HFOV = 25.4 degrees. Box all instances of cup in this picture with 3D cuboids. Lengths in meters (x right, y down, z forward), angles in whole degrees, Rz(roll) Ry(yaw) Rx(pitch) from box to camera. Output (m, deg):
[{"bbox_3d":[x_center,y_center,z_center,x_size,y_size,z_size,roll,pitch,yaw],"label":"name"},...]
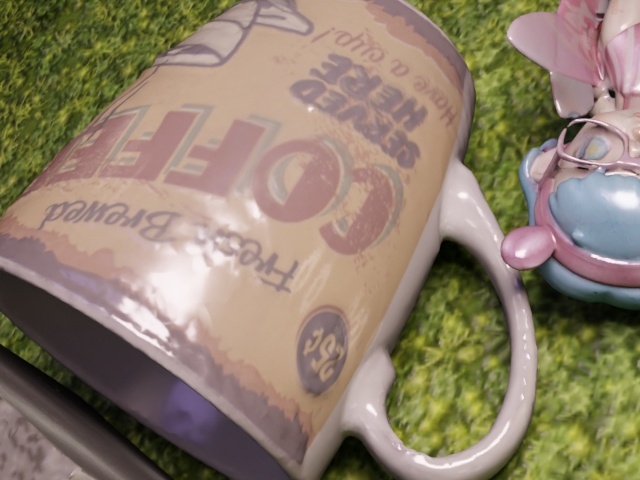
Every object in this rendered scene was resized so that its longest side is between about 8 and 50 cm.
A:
[{"bbox_3d":[0.000,0.000,0.781,0.301,0.227,0.257,31,75,17],"label":"cup"}]

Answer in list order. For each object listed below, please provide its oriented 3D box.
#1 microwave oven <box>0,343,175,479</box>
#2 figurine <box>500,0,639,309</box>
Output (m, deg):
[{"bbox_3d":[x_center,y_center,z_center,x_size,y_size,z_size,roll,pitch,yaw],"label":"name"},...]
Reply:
[{"bbox_3d":[-0.254,0.271,0.739,0.374,0.236,0.432,29,80,45],"label":"microwave oven"},{"bbox_3d":[0.195,-0.074,0.760,0.205,0.103,0.260,14,61,4],"label":"figurine"}]
